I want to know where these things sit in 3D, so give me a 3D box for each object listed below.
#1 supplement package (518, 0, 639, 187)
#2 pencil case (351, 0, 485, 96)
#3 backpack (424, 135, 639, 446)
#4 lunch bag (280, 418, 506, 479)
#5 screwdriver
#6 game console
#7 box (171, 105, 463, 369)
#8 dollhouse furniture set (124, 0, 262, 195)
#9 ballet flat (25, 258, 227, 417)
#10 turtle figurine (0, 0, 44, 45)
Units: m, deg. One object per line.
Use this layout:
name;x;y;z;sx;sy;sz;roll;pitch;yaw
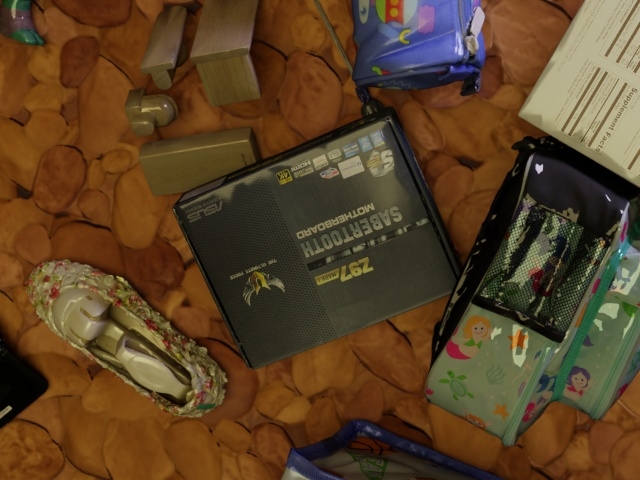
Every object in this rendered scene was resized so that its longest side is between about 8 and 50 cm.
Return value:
supplement package;0.299;-0.123;1.192;0.203;0.194;0.149;31;101;6
pencil case;0.089;-0.285;1.254;0.133;0.119;0.306;3;97;40
backpack;0.203;0.058;1.216;0.191;0.225;0.254;33;105;11
lunch bag;0.127;0.388;1.256;0.385;0.239;0.328;19;101;19
screwdriver;0.032;-0.163;1.335;0.024;0.025;0.170;-28;81;13
game console;-0.363;0.141;1.441;0.122;0.071;0.107;-38;117;13
box;0.000;0.000;1.317;0.232;0.059;0.183;-21;104;13
dollhouse furniture set;-0.113;-0.149;1.356;0.144;0.123;0.151;-8;129;12
ballet flat;-0.200;0.096;1.372;0.241;0.077;0.091;31;101;7
turtle figurine;-0.295;-0.315;1.335;0.175;0.118;0.234;11;102;-31
